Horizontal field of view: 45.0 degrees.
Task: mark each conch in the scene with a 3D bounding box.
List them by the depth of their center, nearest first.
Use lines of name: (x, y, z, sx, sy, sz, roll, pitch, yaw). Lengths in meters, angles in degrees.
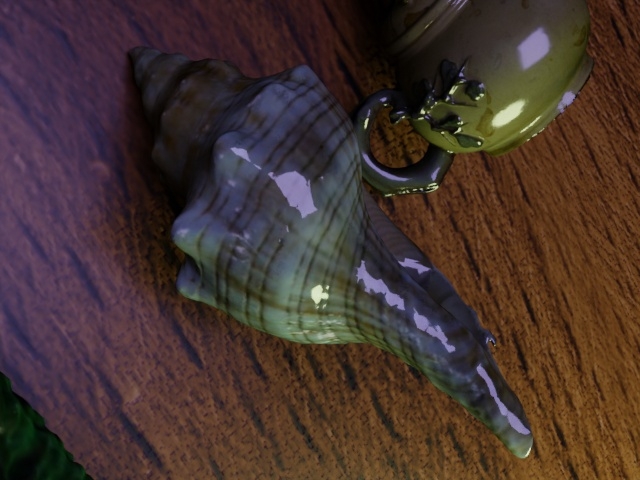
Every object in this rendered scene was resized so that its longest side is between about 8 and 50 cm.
conch: (-0.011, 0.006, 0.562, 0.386, 0.170, 0.203, 58, 25, -1)

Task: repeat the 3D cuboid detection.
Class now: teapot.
teapot: (0.113, -0.163, 0.649, 0.182, 0.173, 0.269, 42, 97, -12)

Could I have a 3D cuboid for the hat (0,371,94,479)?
hat: (-0.284, 0.203, 0.380, 0.332, 0.242, 0.274, -33, 102, -2)
